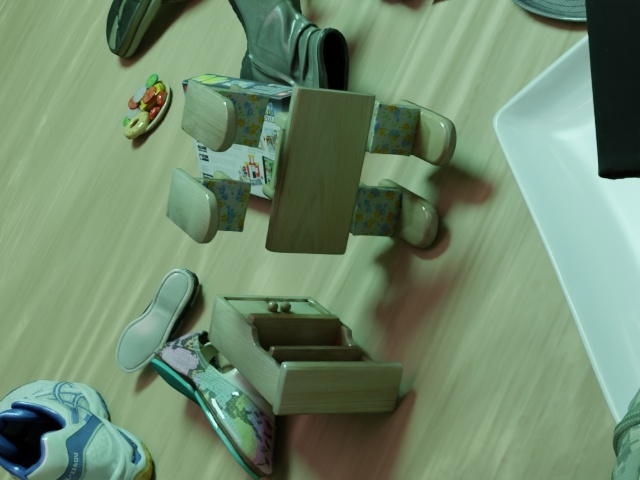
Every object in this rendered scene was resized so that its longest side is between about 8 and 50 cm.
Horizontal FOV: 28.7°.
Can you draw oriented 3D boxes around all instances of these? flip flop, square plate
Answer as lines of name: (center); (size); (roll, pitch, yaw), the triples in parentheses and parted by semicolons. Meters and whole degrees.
flip flop: (-0.199, -0.352, 1.665); (0.277, 0.080, 0.112); (-54, 36, 31)
square plate: (0.298, -0.079, 0.857); (0.344, 0.049, 0.347); (-39, 39, 23)

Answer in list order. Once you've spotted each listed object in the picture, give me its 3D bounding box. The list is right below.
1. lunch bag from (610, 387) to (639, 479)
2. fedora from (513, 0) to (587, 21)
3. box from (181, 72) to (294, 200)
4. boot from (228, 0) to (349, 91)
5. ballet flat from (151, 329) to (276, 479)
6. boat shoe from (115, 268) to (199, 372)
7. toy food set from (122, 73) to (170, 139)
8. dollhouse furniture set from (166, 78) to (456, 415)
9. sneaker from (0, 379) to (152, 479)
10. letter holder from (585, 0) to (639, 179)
lunch bag: (0.304, 0.100, 0.571); (0.305, 0.212, 0.256); (-18, 33, 39)
fedora: (0.221, -0.325, 1.079); (0.244, 0.124, 0.275); (-47, 36, 15)
box: (-0.070, -0.105, 1.279); (0.207, 0.036, 0.114); (19, 124, 55)
boot: (-0.022, -0.214, 1.251); (0.161, 0.083, 0.246); (25, 127, 55)
ballet flat: (-0.084, 0.135, 1.147); (0.079, 0.077, 0.221); (-40, 33, -10)
boat shoe: (-0.169, 0.084, 1.310); (0.046, 0.038, 0.125); (32, 96, 14)
toy food set: (-0.221, -0.169, 1.588); (0.083, 0.020, 0.082); (-44, 36, 19)
dollhouse furniture set: (0.000, 0.000, 1.029); (0.161, 0.212, 0.242); (35, 118, 57)
sneaker: (-0.287, 0.192, 1.289); (0.296, 0.131, 0.112); (11, 74, 55)
letter holder: (0.335, -0.124, 0.701); (0.302, 0.214, 0.152); (-2, 94, 47)
